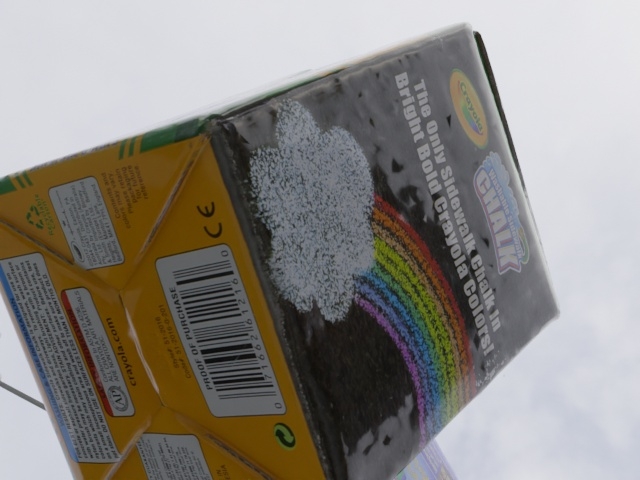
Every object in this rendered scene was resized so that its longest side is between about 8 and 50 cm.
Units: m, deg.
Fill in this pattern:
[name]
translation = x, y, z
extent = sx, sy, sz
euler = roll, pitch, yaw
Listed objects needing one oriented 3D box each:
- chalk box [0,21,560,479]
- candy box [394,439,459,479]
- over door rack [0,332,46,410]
[chalk box]
translation = 0.000, 0.000, 0.531
extent = 0.179, 0.289, 0.180
euler = -10, -78, 38
[candy box]
translation = -0.015, 0.277, 0.833
extent = 0.122, 0.268, 0.317
euler = 4, -129, 33
[over door rack]
translation = -0.303, 0.251, 0.982
extent = 0.324, 0.239, 0.108
euler = 37, -67, 3
